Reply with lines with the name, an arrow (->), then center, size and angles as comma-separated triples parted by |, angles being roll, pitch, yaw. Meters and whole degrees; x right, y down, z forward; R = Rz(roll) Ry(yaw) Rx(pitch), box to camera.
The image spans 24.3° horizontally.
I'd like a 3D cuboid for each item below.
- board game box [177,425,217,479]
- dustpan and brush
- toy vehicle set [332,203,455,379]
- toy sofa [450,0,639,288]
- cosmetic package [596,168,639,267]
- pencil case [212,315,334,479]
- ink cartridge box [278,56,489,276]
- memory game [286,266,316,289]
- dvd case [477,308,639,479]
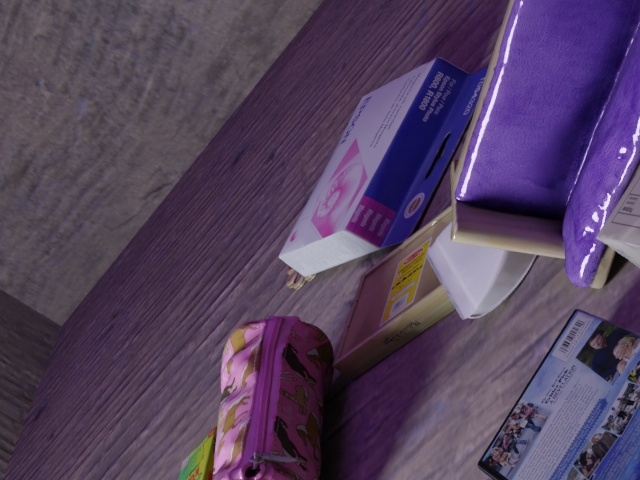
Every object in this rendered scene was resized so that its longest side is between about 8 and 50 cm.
board game box -> -0.172, 0.361, 2.129 | 0.092, 0.043, 0.181 | -47, 18, 30
dustpan and brush -> 0.221, -0.018, 1.678 | 0.211, 0.060, 0.147 | -54, 32, 20
toy vehicle set -> 0.119, 0.054, 1.871 | 0.267, 0.035, 0.166 | -40, 22, 46
toy sofa -> 0.236, -0.133, 1.416 | 0.177, 0.150, 0.362 | -88, 9, -47
cosmetic package -> 0.380, -0.095, 1.228 | 0.309, 0.113, 0.160 | -58, 15, -1
pencil case -> -0.064, 0.247, 1.815 | 0.167, 0.160, 0.386 | -44, 18, 22
ink cartridge box -> 0.093, -0.117, 2.221 | 0.324, 0.071, 0.330 | -62, 17, -23
memory game -> 0.000, 0.000, 2.395 | 0.186, 0.012, 0.186 | -50, 17, 21
dvd case -> 0.238, 0.161, 1.296 | 0.180, 0.022, 0.253 | -58, 19, -2
